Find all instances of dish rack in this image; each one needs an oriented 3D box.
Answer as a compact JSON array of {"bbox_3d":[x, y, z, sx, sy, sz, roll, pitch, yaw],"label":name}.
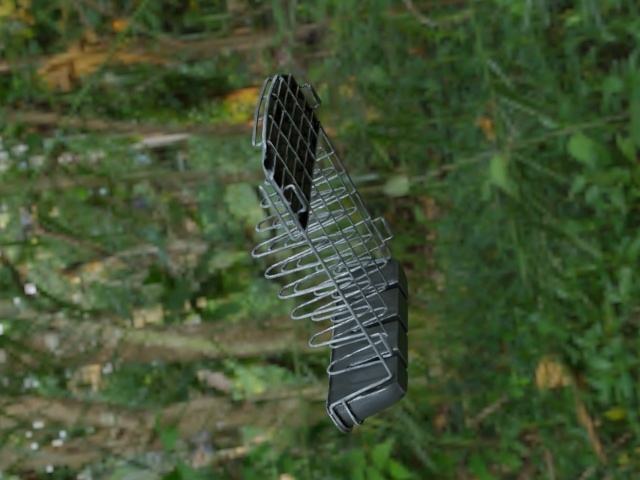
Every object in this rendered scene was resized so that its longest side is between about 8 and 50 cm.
[{"bbox_3d":[0.000,0.000,1.103,0.272,0.074,0.208,60,-163,-28],"label":"dish rack"}]
